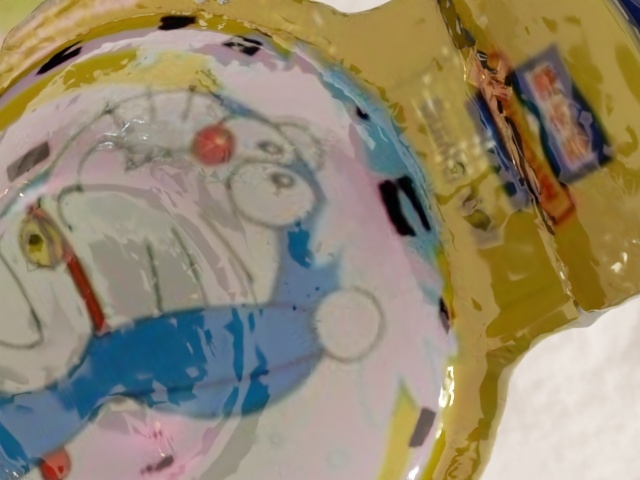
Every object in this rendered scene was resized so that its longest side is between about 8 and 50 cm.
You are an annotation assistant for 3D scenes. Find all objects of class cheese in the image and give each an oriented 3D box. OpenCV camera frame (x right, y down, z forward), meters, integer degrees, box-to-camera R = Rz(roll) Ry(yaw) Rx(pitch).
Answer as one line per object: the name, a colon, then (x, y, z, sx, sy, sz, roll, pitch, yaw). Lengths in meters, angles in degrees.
cheese: (0.000, 0.000, 0.346, 0.250, 0.064, 0.156, -28, 83, 20)

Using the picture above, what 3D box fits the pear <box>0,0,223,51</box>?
pear: (-0.214, -0.179, 0.591, 0.399, 0.398, 0.165, 2, 123, -1)
